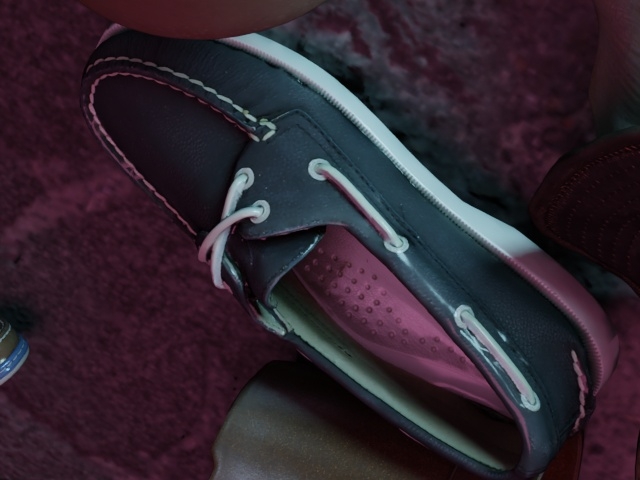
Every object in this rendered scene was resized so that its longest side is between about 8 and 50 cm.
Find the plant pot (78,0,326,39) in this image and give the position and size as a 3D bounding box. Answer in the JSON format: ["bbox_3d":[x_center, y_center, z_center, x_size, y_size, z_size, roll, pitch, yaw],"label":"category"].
[{"bbox_3d":[-0.048,-0.205,0.741,0.263,0.263,0.229,12,147,12],"label":"plant pot"}]

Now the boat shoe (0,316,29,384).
[{"bbox_3d":[-0.252,0.054,1.100,0.183,0.066,0.066,-3,123,23],"label":"boat shoe"}]

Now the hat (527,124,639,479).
[{"bbox_3d":[0.224,0.087,0.819,0.331,0.134,0.331,23,166,6],"label":"hat"}]

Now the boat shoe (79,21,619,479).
[{"bbox_3d":[0.000,0.000,0.927,0.302,0.091,0.114,32,135,10],"label":"boat shoe"}]

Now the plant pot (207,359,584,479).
[{"bbox_3d":[0.030,0.146,1.009,0.165,0.167,0.167,18,130,17],"label":"plant pot"}]

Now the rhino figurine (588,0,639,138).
[{"bbox_3d":[0.159,-0.112,0.817,0.106,0.073,0.243,0,123,17],"label":"rhino figurine"}]
